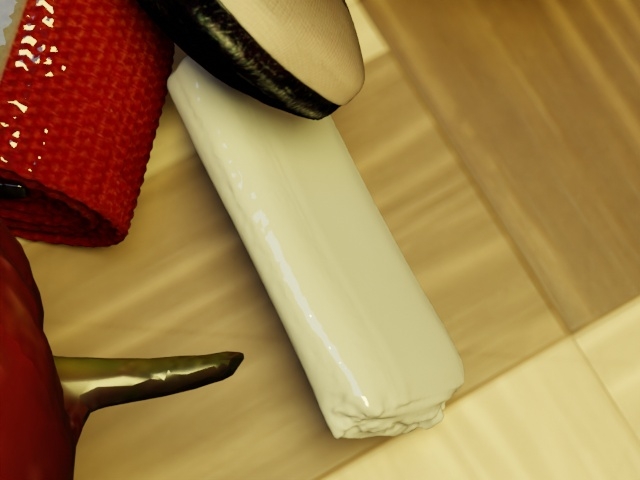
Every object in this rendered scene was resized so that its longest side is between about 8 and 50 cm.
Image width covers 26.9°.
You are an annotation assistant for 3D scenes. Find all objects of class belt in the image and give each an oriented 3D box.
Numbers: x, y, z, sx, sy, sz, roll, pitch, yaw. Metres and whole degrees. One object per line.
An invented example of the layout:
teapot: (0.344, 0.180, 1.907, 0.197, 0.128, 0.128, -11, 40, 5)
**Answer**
belt: (-0.166, -0.081, 0.587, 0.201, 0.128, 0.124, 16, 73, -6)

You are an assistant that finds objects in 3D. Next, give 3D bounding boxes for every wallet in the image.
wallet: (0.000, 0.000, 0.593, 0.033, 0.095, 0.190, -36, 76, 32)

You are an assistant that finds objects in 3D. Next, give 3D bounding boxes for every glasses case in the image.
glasses case: (-0.079, -0.174, 0.591, 0.075, 0.122, 0.314, -41, 59, 14)

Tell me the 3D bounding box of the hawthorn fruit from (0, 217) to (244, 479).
hawthorn fruit: (-0.208, 0.078, 0.472, 0.369, 0.284, 0.284, -13, 75, -12)
